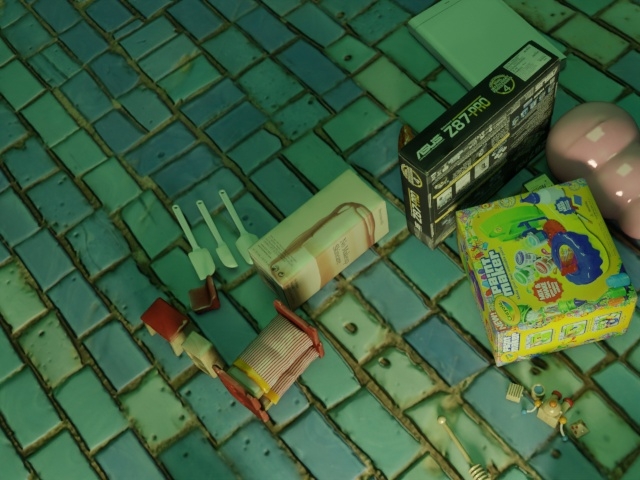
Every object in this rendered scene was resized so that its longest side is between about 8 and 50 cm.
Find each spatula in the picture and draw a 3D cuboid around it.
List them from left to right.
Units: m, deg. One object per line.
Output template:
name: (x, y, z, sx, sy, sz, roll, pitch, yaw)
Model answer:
spatula: (-0.244, -0.019, 2.013, 0.168, 0.019, 0.242, -21, 53, -14)

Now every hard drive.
hard drive: (0.417, -0.500, 2.172, 0.233, 0.047, 0.353, -32, 60, -9)

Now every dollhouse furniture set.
dollhouse furniture set: (-0.197, 0.190, 1.817, 0.374, 0.152, 0.201, 33, 70, 25)

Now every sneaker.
sneaker: (0.228, -0.199, 2.032, 0.067, 0.064, 0.175, -7, 62, -17)

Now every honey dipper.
honey dipper: (0.278, 0.408, 1.678, 0.030, 0.030, 0.161, -28, 57, -7)

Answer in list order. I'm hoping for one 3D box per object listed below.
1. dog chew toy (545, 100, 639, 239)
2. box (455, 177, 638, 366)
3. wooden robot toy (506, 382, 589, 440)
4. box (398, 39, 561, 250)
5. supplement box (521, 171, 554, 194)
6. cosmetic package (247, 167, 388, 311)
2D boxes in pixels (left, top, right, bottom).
dog chew toy: (0.638, -0.141, 1.843, 0.206, 0.207, 0.332, -31, 68, -8)
box: (0.453, 0.066, 1.760, 0.279, 0.177, 0.290, -15, 58, 2)
wooden robot toy: (0.448, 0.318, 1.669, 0.173, 0.079, 0.076, 32, 70, 24)
box: (0.346, -0.198, 1.850, 0.395, 0.318, 0.097, -41, 61, -13)
supplement box: (0.491, -0.089, 1.896, 0.056, 0.083, 0.083, -29, 59, -7)
cosmetic package: (0.000, 0.000, 1.896, 0.296, 0.153, 0.129, -40, 63, -12)
